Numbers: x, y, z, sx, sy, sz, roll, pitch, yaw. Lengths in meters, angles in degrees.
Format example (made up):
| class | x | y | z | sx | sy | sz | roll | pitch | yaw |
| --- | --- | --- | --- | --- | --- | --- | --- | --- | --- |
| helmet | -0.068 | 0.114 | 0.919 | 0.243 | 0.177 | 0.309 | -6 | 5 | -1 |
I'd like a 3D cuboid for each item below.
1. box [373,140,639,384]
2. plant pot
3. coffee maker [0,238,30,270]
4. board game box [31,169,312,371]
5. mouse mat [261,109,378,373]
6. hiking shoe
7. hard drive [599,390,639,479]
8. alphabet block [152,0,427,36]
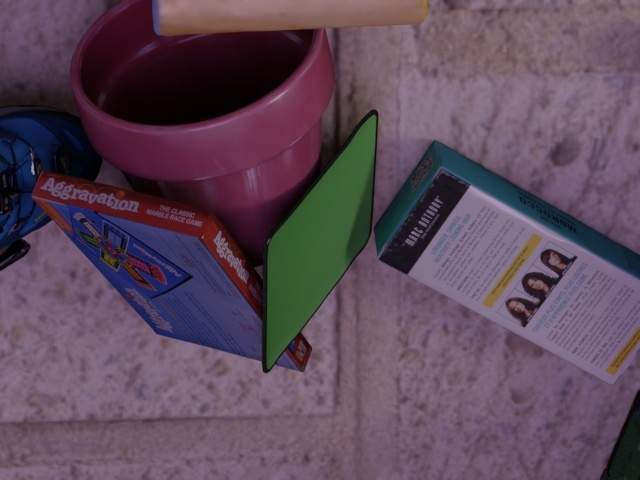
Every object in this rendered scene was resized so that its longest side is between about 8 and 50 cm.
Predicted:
| class | x | y | z | sx | sy | sz | roll | pitch | yaw |
| --- | --- | --- | --- | --- | --- | --- | --- | --- | --- |
| box | 0.174 | 0.021 | 1.565 | 0.244 | 0.060 | 0.100 | 29 | 112 | -15 |
| plant pot | -0.079 | -0.083 | 1.446 | 0.201 | 0.201 | 0.180 | -10 | 132 | 3 |
| coffee maker | -0.328 | -0.042 | 1.460 | 0.120 | 0.171 | 0.178 | -5 | 115 | 23 |
| board game box | -0.110 | 0.029 | 1.459 | 0.145 | 0.027 | 0.281 | 12 | 160 | 20 |
| mouse mat | 0.000 | 0.000 | 1.475 | 0.007 | 0.190 | 0.153 | 21 | 136 | 18 |
| hiking shoe | -0.272 | -0.018 | 1.363 | 0.304 | 0.132 | 0.113 | -25 | 115 | -36 |
| hard drive | 0.289 | 0.313 | 1.559 | 0.064 | 0.339 | 0.237 | 13 | 114 | -10 |
| alphabet block | -0.026 | -0.272 | 1.347 | 0.197 | 0.192 | 0.193 | -2 | 118 | 1 |
